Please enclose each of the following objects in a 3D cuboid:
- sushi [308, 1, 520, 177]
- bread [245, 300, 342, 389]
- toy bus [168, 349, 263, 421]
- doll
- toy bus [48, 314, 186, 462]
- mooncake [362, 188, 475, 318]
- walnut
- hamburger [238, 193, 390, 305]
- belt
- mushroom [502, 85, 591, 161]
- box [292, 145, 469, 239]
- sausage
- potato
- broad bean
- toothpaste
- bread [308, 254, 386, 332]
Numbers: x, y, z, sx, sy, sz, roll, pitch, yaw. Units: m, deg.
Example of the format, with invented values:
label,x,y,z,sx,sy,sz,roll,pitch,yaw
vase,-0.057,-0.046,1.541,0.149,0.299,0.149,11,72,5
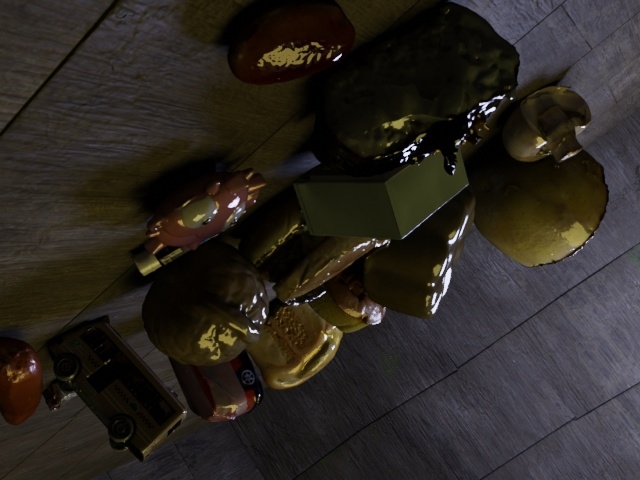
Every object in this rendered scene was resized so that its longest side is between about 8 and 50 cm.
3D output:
label,x,y,z,sx,sy,sz,roll,pitch,yaw
sushi,0.156,-0.209,1.186,0.348,0.234,0.207,-26,165,-11
bread,-0.083,0.318,2.389,0.315,0.270,0.211,-40,-179,-1
toy bus,-0.264,0.282,1.739,0.147,0.303,0.127,-17,161,-39
doll,-0.186,-0.051,1.197,0.211,0.093,0.262,-37,171,24
toy bus,-0.411,0.297,1.491,0.157,0.289,0.139,-41,169,-27
mooncake,0.267,0.017,1.920,0.378,0.200,0.379,-51,152,-41
walnut,-0.226,0.122,1.437,0.248,0.248,0.248,-32,166,-9
hamburger,0.000,0.000,1.602,0.277,0.195,0.318,-40,168,13
belt,-0.543,0.316,1.728,0.232,0.053,0.071,-32,174,-8
mushroom,0.611,-0.290,2.021,0.253,0.195,0.189,-25,167,-24
box,0.112,-0.110,1.365,0.225,0.118,0.225,3,-150,45
sausage,-0.574,0.268,1.392,0.094,0.097,0.348,-19,162,-25
potato,0.619,-0.151,2.228,0.386,0.319,0.442,-64,-162,-9
broad bean,-0.038,-0.245,0.913,0.165,0.084,0.114,-18,143,-31
toothpaste,-0.242,-0.005,1.320,0.193,0.071,0.045,-29,131,-4
bread,0.075,0.121,2.055,0.148,0.270,0.269,-32,170,37
